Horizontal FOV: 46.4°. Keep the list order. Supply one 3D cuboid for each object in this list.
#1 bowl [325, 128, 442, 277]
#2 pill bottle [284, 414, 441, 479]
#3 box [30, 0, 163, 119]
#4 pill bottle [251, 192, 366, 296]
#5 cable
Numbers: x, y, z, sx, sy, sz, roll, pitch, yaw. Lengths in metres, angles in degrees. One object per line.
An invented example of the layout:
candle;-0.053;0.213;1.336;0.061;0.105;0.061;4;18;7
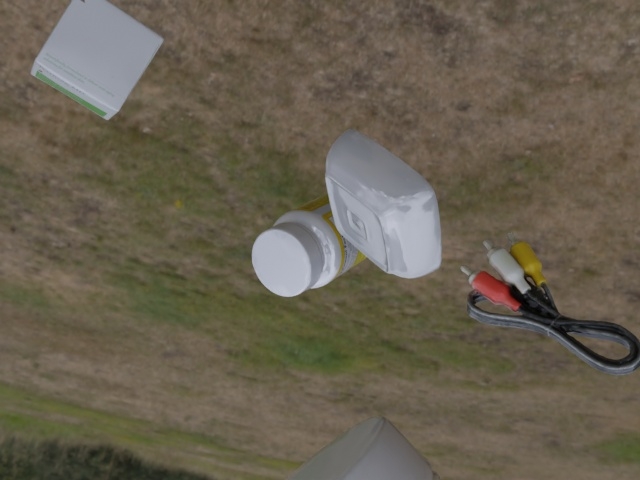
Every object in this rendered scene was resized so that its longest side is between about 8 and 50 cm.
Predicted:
bowl;0.056;-0.030;0.763;0.142;0.053;0.142;43;158;36
pill bottle;0.090;0.255;0.391;0.318;0.176;0.176;49;153;4
box;-0.247;-0.204;0.825;0.101;0.102;0.087;32;168;-22
pill bottle;0.000;0.000;1.097;0.119;0.119;0.208;-6;-167;36
cable;0.316;0.101;1.075;0.287;0.139;0.072;45;167;45
